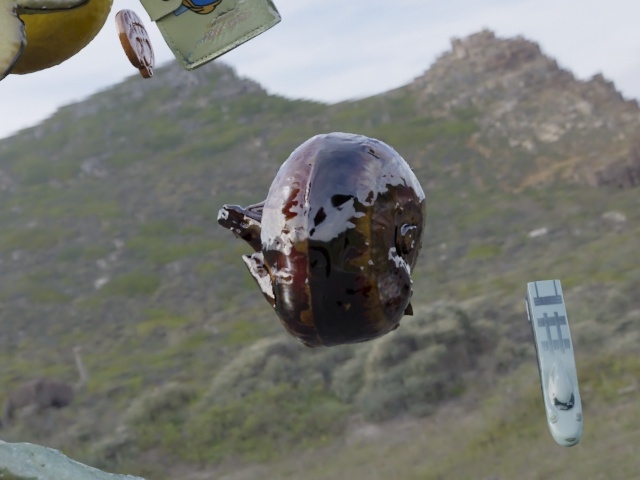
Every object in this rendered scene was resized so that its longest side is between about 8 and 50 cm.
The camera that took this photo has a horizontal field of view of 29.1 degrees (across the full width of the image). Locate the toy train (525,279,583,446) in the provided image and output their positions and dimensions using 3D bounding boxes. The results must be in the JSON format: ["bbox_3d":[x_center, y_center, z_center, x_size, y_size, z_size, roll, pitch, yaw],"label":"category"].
[{"bbox_3d":[0.322,0.166,1.685,0.052,0.234,0.051,-6,-34,4],"label":"toy train"}]

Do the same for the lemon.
[{"bbox_3d":[-0.354,-0.301,1.498,0.257,0.188,0.188,-31,-6,10],"label":"lemon"}]

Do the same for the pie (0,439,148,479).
[{"bbox_3d":[-0.199,0.176,0.686,0.257,0.105,0.274,14,-28,-25],"label":"pie"}]

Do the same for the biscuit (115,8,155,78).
[{"bbox_3d":[-0.199,-0.215,1.348,0.015,0.078,0.091,-18,6,10],"label":"biscuit"}]

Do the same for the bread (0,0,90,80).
[{"bbox_3d":[-0.263,-0.170,0.931,0.188,0.149,0.065,-13,-20,-23],"label":"bread"}]

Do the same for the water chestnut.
[{"bbox_3d":[0.000,0.000,1.673,0.300,0.300,0.300,-17,-4,-1],"label":"water chestnut"}]

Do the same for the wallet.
[{"bbox_3d":[-0.120,-0.246,1.148,0.110,0.155,0.039,-28,14,8],"label":"wallet"}]
